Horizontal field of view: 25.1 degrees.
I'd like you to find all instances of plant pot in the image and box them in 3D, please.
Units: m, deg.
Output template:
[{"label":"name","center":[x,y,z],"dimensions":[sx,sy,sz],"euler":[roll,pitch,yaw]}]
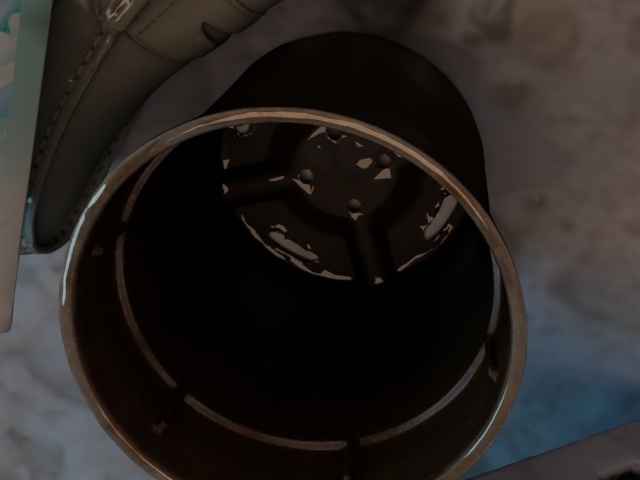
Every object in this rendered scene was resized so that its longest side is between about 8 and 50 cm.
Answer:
[{"label":"plant pot","center":[0.000,0.000,0.576],"dimensions":[0.167,0.165,0.167],"euler":[3,114,7]}]

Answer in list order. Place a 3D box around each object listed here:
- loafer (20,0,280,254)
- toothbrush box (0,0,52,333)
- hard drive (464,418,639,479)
[{"label":"loafer","center":[-0.055,-0.120,0.560],"dimensions":[0.111,0.112,0.319],"euler":[29,115,4]},{"label":"toothbrush box","center":[-0.183,-0.128,0.474],"dimensions":[0.126,0.216,0.295],"euler":[-14,139,-30]},{"label":"hard drive","center":[0.052,0.219,0.656],"dimensions":[0.040,0.210,0.319],"euler":[44,119,28]}]
